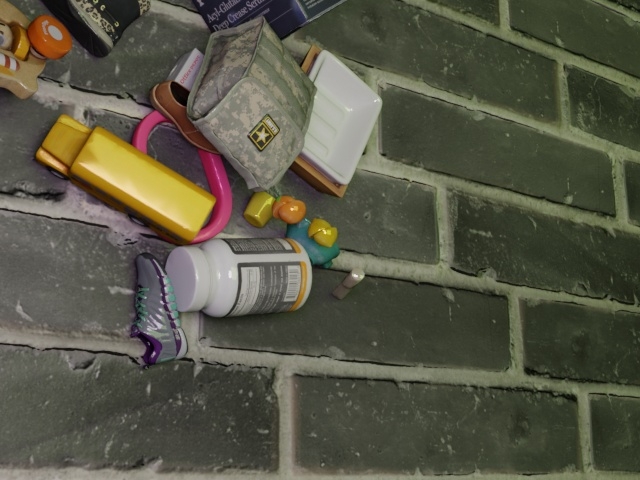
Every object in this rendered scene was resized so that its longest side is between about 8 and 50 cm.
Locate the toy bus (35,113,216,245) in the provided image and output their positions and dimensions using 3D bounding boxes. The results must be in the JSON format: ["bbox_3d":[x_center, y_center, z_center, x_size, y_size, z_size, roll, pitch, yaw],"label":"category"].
[{"bbox_3d":[-0.374,-0.118,1.882,0.332,0.130,0.108,32,76,-13],"label":"toy bus"}]

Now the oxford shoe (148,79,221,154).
[{"bbox_3d":[-0.254,-0.252,2.030,0.212,0.076,0.076,38,54,-29],"label":"oxford shoe"}]

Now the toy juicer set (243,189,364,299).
[{"bbox_3d":[0.000,0.000,2.135,0.329,0.209,0.089,43,65,-20],"label":"toy juicer set"}]

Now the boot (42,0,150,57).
[{"bbox_3d":[-0.465,-0.511,1.989,0.236,0.085,0.179,53,51,-22],"label":"boot"}]

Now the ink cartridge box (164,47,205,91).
[{"bbox_3d":[-0.253,-0.322,2.114,0.150,0.063,0.109,39,58,-24],"label":"ink cartridge box"}]

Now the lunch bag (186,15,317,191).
[{"bbox_3d":[-0.140,-0.271,2.012,0.235,0.169,0.287,49,42,-41],"label":"lunch bag"}]

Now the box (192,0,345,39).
[{"bbox_3d":[-0.147,-0.628,2.127,0.212,0.293,0.395,-39,103,-37],"label":"box"}]

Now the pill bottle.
[{"bbox_3d":[-0.168,0.075,2.018,0.278,0.162,0.162,-1,79,-37],"label":"pill bottle"}]

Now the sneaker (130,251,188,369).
[{"bbox_3d":[-0.336,0.138,1.926,0.098,0.083,0.224,-20,92,-34],"label":"sneaker"}]

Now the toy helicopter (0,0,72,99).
[{"bbox_3d":[-0.603,-0.323,1.718,0.235,0.140,0.355,44,32,-26],"label":"toy helicopter"}]

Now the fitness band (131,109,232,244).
[{"bbox_3d":[-0.292,-0.134,2.044,0.209,0.054,0.291,-18,91,-39],"label":"fitness band"}]

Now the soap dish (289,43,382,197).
[{"bbox_3d":[0.001,-0.270,2.263,0.229,0.118,0.291,37,59,-24],"label":"soap dish"}]
